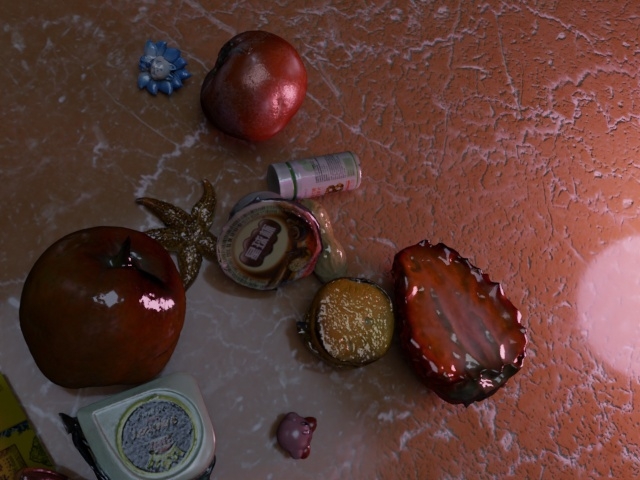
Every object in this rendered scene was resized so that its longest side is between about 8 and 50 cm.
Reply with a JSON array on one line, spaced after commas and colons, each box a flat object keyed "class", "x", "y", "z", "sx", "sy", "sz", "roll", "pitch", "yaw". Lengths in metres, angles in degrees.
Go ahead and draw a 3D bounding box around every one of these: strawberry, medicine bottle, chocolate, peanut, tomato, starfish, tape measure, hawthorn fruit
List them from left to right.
[{"class": "hawthorn fruit", "x": -0.356, "y": 0.100, "z": 1.071, "sx": 0.268, "sy": 0.301, "sz": 0.267, "roll": 13, "pitch": 46, "yaw": -14}, {"class": "tape measure", "x": -0.302, "y": 0.354, "z": 1.115, "sx": 0.235, "sy": 0.115, "sz": 0.207, "roll": -19, "pitch": 74, "yaw": -17}, {"class": "starfish", "x": -0.263, "y": -0.018, "z": 1.276, "sx": 0.227, "sy": 0.043, "sz": 0.240, "roll": 19, "pitch": 67, "yaw": -11}, {"class": "tomato", "x": -0.132, "y": -0.302, "z": 1.306, "sx": 0.189, "sy": 0.232, "sz": 0.232, "roll": 30, "pitch": 67, "yaw": -25}, {"class": "chocolate", "x": -0.101, "y": -0.022, "z": 1.262, "sx": 0.221, "sy": 0.221, "sz": 0.147, "roll": 8, "pitch": 31, "yaw": -14}, {"class": "medicine bottle", "x": -0.013, "y": -0.134, "z": 1.358, "sx": 0.183, "sy": 0.086, "sz": 0.086, "roll": -13, "pitch": 78, "yaw": -19}, {"class": "peanut", "x": 0.000, "y": 0.000, "z": 1.323, "sx": 0.082, "sy": 0.082, "sz": 0.187, "roll": -19, "pitch": 81, "yaw": -21}, {"class": "strawberry", "x": 0.255, "y": 0.167, "z": 1.322, "sx": 0.265, "sy": 0.149, "sz": 0.336, "roll": -21, "pitch": 70, "yaw": -23}]

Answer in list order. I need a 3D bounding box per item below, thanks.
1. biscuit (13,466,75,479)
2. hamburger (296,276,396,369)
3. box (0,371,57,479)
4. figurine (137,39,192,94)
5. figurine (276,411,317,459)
[{"class": "biscuit", "x": -0.396, "y": 0.471, "z": 1.036, "sx": 0.183, "sy": 0.043, "sz": 0.280, "roll": -45, "pitch": 117, "yaw": -51}, {"class": "hamburger", "x": 0.058, "y": 0.157, "z": 1.274, "sx": 0.182, "sy": 0.118, "sz": 0.191, "roll": 31, "pitch": 71, "yaw": -9}, {"class": "box", "x": -0.524, "y": 0.360, "z": 1.041, "sx": 0.279, "sy": 0.041, "sz": 0.153, "roll": 57, "pitch": 28, "yaw": 6}, {"class": "figurine", "x": -0.319, "y": -0.353, "z": 1.339, "sx": 0.114, "sy": 0.079, "sz": 0.114, "roll": -1, "pitch": 98, "yaw": -5}, {"class": "figurine", "x": -0.048, "y": 0.364, "z": 1.207, "sx": 0.067, "sy": 0.071, "sz": 0.083, "roll": -12, "pitch": 63, "yaw": 23}]
